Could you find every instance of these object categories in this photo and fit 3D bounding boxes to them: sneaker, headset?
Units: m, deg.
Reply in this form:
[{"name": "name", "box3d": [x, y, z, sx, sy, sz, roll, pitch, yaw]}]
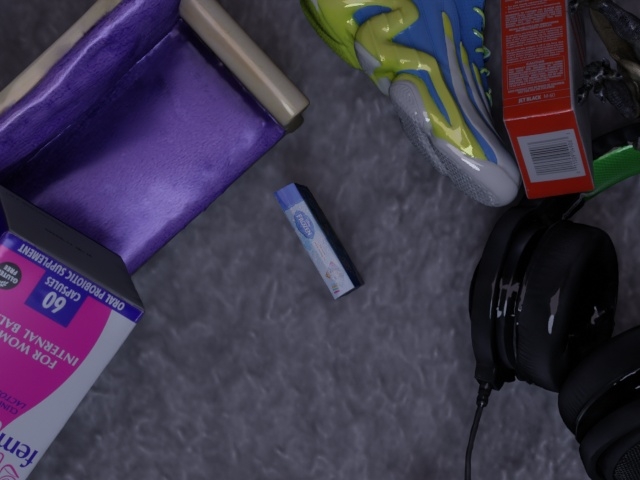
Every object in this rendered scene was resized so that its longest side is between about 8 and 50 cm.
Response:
[{"name": "sneaker", "box3d": [0.094, -0.142, 1.301, 0.126, 0.091, 0.240, -38, 73, -5]}, {"name": "headset", "box3d": [0.204, 0.093, 1.270, 0.394, 0.185, 0.243, -44, 56, -4]}]

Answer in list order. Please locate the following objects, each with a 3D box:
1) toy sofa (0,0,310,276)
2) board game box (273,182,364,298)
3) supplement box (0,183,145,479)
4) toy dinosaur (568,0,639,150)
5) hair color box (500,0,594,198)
[{"name": "toy sofa", "box3d": [-0.188, -0.030, 1.283, 0.362, 0.177, 0.150, -42, 89, 1]}, {"name": "board game box", "box3d": [0.000, 0.000, 1.315, 0.020, 0.090, 0.090, -30, 87, 5]}, {"name": "supplement box", "box3d": [-0.232, 0.090, 1.188, 0.111, 0.114, 0.220, 32, 98, -23]}, {"name": "toy dinosaur", "box3d": [0.220, -0.123, 1.238, 0.064, 0.118, 0.268, -38, 50, 22]}, {"name": "hair color box", "box3d": [0.162, -0.125, 1.269, 0.053, 0.093, 0.167, -7, 51, 15]}]
